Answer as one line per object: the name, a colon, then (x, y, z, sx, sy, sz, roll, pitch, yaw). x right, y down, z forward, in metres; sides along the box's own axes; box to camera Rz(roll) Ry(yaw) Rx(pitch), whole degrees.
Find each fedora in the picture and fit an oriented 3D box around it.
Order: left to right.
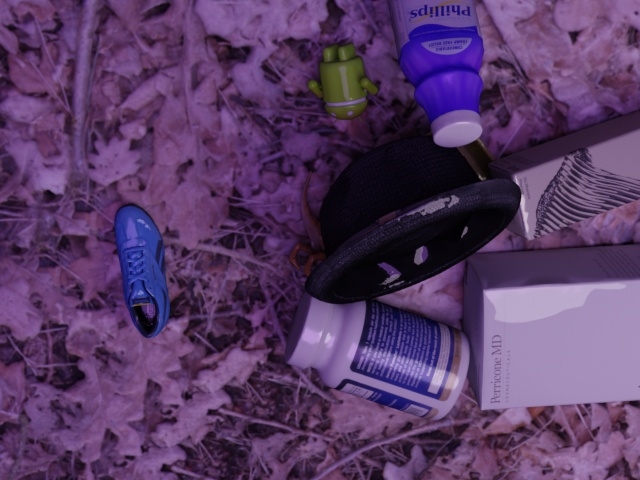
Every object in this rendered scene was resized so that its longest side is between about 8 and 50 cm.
fedora: (0.112, -0.041, 1.393, 0.333, 0.334, 0.153, -23, 70, 4)

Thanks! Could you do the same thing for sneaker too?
sneaker: (-0.274, 0.050, 1.503, 0.069, 0.082, 0.210, -8, 107, 1)

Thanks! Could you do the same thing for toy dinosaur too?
toy dinosaur: (0.000, 0.000, 1.525, 0.112, 0.064, 0.211, -46, 116, -8)

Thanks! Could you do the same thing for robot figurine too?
robot figurine: (0.034, -0.230, 1.438, 0.101, 0.067, 0.115, 1, 111, 25)

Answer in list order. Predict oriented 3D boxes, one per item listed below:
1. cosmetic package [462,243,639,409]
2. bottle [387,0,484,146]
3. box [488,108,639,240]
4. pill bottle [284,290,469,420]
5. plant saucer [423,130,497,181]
cosmetic package: (0.423, 0.131, 1.538, 0.384, 0.156, 0.217, -6, 110, -3)
bottle: (0.163, -0.266, 1.342, 0.118, 0.092, 0.283, -6, 67, -3)
box: (0.400, -0.101, 1.465, 0.275, 0.094, 0.113, -21, 108, -9)
pill bottle: (0.086, 0.173, 1.530, 0.264, 0.153, 0.153, 20, 106, -10)
plant saucer: (0.188, -0.076, 1.511, 0.188, 0.045, 0.188, -38, 107, 8)
